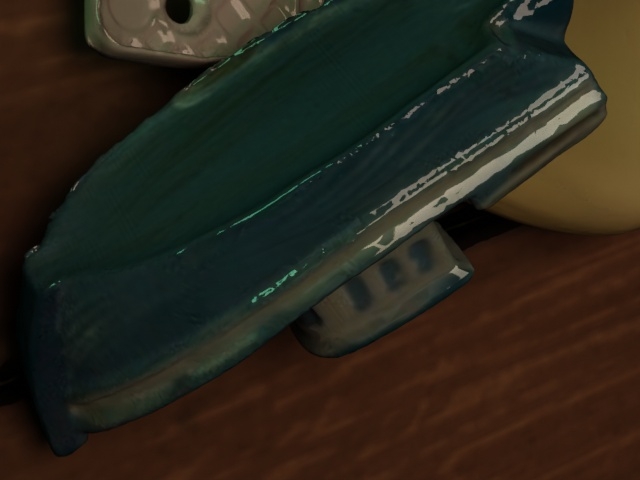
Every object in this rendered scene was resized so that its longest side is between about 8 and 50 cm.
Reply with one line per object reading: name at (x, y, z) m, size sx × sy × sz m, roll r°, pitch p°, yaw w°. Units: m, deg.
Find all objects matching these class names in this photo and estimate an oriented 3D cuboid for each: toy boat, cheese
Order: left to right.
toy boat at (0.000, 0.000, 0.573) m, size 0.215 × 0.088 × 0.102 m, roll -33°, pitch 126°, yaw -2°
cheese at (0.031, -0.069, 0.643) m, size 0.251 × 0.054 × 0.127 m, roll 3°, pitch 81°, yaw -34°
